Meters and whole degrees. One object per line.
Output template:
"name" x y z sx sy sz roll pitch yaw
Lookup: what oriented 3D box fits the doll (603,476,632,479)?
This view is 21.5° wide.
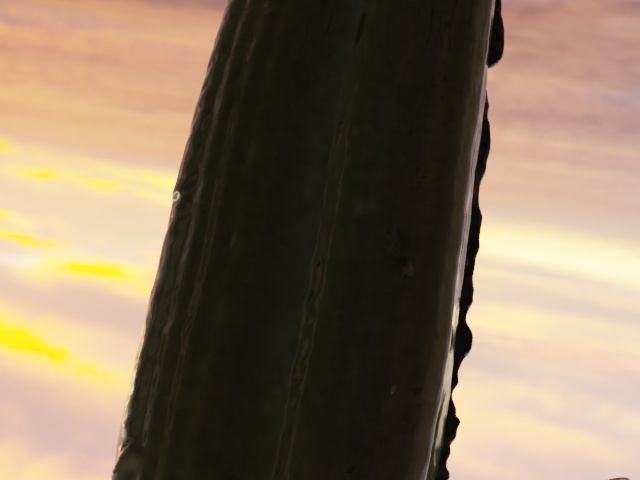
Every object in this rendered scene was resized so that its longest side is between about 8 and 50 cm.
"doll" 0.274 0.168 0.908 0.314 0.141 0.177 -1 148 1

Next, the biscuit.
"biscuit" 0.000 0.000 0.518 0.099 0.323 0.038 6 152 10
